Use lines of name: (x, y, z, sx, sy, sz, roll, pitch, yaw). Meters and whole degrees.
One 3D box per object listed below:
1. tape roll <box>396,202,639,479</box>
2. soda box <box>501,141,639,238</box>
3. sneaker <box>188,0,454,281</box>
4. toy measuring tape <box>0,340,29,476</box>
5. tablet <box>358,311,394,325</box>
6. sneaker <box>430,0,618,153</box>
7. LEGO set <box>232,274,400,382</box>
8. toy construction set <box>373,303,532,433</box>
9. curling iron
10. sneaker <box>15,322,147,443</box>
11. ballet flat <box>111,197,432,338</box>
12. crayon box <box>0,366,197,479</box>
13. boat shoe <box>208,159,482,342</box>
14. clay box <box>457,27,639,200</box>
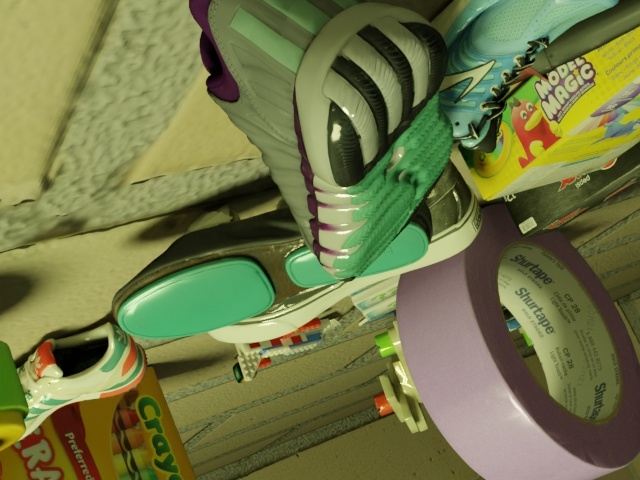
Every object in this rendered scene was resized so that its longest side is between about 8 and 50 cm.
tape roll: (0.200, 0.104, 0.970, 0.090, 0.275, 0.274, -35, 163, 37)
soda box: (0.242, -0.064, 0.880, 0.060, 0.053, 0.169, -11, 162, -43)
sneaker: (0.000, -0.055, 0.431, 0.083, 0.098, 0.224, -48, 166, -12)
toy measuring tape: (-0.213, 0.076, 0.511, 0.121, 0.121, 0.330, -20, 166, -19)
tablet: (0.094, 0.092, 1.315, 0.083, 0.006, 0.054, -15, 163, -37)
sneaker: (0.083, -0.081, 0.502, 0.162, 0.073, 0.063, -32, 164, 31)
LEGO set: (0.005, 0.105, 1.112, 0.244, 0.060, 0.182, -25, 163, 4)
toy construction set: (0.193, 0.109, 1.288, 0.327, 0.151, 0.215, -36, 166, 1)
curling iron: (0.113, -0.089, 0.550, 0.274, 0.068, 0.035, -29, 155, 10)
sneaker: (-0.216, 0.104, 0.759, 0.161, 0.057, 0.075, -22, 150, -6)
ballet flat: (-0.031, 0.005, 0.621, 0.203, 0.074, 0.074, -17, 167, 4)
crayon box: (-0.217, 0.234, 0.911, 0.081, 0.202, 0.318, -33, 165, 31)
boat shoe: (0.000, 0.000, 0.694, 0.219, 0.078, 0.070, -26, 131, 14)
clay box: (0.203, -0.107, 0.655, 0.127, 0.053, 0.222, -15, 162, -33)
